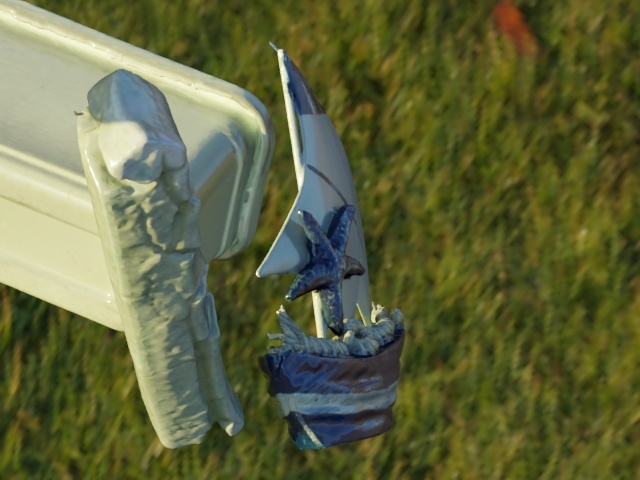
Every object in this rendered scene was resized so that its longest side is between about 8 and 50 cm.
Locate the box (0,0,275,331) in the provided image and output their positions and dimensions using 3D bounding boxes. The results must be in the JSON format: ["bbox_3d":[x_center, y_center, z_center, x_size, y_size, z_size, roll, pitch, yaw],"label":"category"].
[{"bbox_3d":[-0.218,-0.057,1.595,0.312,0.175,0.182,22,38,10],"label":"box"}]

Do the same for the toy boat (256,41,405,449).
[{"bbox_3d":[-0.007,0.017,1.374,0.070,0.291,0.210,-9,24,20],"label":"toy boat"}]

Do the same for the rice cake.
[{"bbox_3d":[-0.096,0.023,1.176,0.063,0.336,0.066,-20,58,-8],"label":"rice cake"}]
